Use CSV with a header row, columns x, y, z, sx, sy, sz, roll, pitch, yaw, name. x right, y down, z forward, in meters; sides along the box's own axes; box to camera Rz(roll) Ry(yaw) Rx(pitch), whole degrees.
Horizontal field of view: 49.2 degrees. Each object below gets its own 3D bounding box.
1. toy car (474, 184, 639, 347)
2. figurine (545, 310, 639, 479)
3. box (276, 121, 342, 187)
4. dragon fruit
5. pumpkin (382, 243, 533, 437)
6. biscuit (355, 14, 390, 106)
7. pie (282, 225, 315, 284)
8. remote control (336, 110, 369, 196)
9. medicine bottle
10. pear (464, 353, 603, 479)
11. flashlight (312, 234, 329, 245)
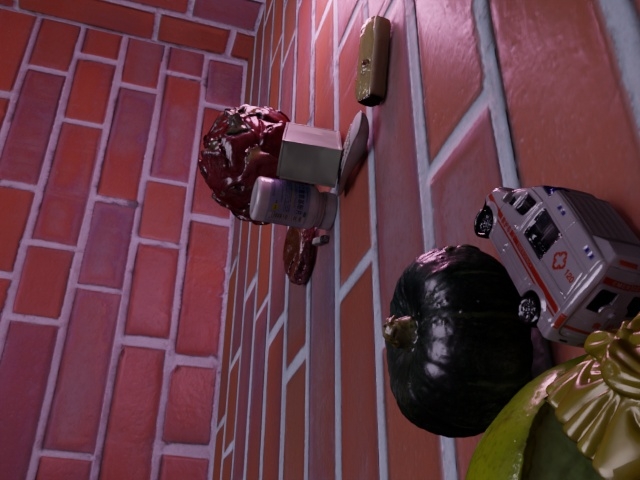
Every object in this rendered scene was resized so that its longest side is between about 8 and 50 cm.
x,y,z,sx,sy,sz,roll,pitch,yaw,name
0.224,0.000,0.655,0.209,0.090,0.108,-102,26,-51,toy car
0.279,0.007,0.387,0.315,0.168,0.187,-66,-10,14,figurine
-0.025,-0.197,1.570,0.225,0.130,0.086,-89,9,-70,box
-0.169,-0.206,1.890,0.329,0.329,0.329,-170,90,-76,dragon fruit
0.142,0.110,0.768,0.211,0.152,0.211,174,90,-76,pumpkin
0.109,-0.364,1.411,0.056,0.052,0.187,-20,61,59,biscuit
-0.052,0.023,1.782,0.182,0.050,0.182,-174,90,-72,pie
0.068,-0.181,1.472,0.229,0.044,0.073,106,170,-55,remote control
-0.063,-0.082,1.612,0.103,0.187,0.102,-170,90,-76,medicine bottle
0.176,0.254,0.592,0.239,0.139,0.287,105,163,-63,pear
0.000,0.000,1.654,0.083,0.018,0.018,159,120,-74,flashlight
